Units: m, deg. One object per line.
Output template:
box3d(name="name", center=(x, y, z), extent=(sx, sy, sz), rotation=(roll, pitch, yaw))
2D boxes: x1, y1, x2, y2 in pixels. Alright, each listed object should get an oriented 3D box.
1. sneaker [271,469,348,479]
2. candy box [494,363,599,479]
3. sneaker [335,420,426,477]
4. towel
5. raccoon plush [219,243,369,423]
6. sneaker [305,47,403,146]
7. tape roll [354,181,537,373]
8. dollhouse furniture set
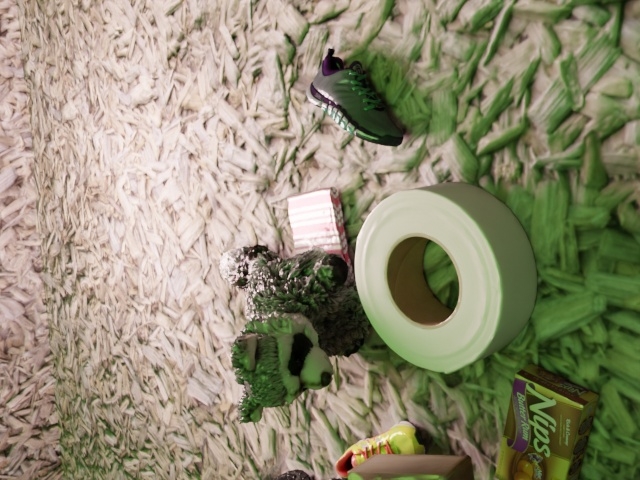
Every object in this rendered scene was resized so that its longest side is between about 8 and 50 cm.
box3d(name="sneaker", center=(-0.025, 0.563, 1.432), extent=(0.286, 0.109, 0.130), rotation=(-9, 100, 50))
box3d(name="candy box", center=(0.329, 0.290, 1.009), extent=(0.109, 0.053, 0.187), rotation=(24, 118, 42))
box3d(name="sneaker", center=(0.106, 0.394, 1.248), extent=(0.208, 0.094, 0.081), rotation=(-41, 68, 43))
box3d(name="towel", center=(0.000, 0.000, 1.312), extent=(0.144, 0.029, 0.197), rotation=(-6, 95, 51))
box3d(name="raccoon plush", center=(-0.121, 0.166, 1.255), extent=(0.446, 0.299, 0.216), rotation=(1, 116, 49))
box3d(name="sneaker", center=(0.061, -0.240, 1.143), extent=(0.223, 0.083, 0.098), rotation=(40, 122, 34))
box3d(name="tape roll", center=(0.187, 0.055, 1.068), extent=(0.286, 0.100, 0.286), rotation=(14, 110, 44))
box3d(name="dollhouse furniture set", center=(0.155, 0.531, 1.070), extent=(0.173, 0.303, 0.356), rotation=(-10, 85, 31))
